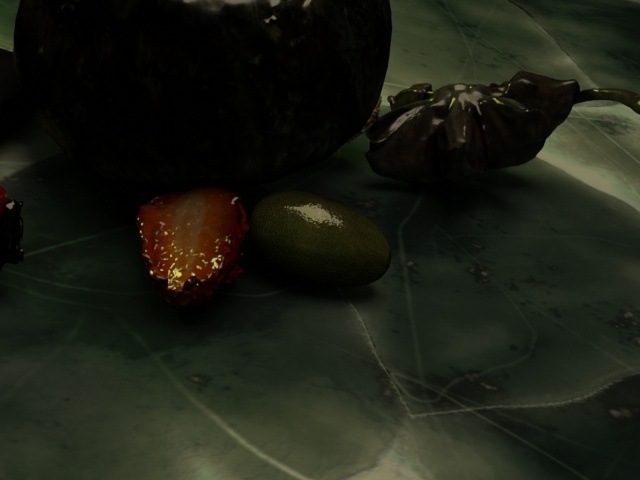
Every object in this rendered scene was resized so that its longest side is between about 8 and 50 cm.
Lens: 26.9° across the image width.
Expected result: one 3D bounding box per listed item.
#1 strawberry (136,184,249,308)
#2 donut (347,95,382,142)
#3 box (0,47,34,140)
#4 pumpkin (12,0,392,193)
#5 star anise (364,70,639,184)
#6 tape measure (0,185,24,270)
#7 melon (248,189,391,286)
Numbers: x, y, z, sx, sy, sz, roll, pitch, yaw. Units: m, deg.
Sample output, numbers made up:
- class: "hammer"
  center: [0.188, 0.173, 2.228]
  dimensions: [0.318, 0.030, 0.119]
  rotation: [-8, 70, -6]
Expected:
- class: "strawberry"
  center: [-0.137, 0.015, 1.412]
  dimensions: [0.121, 0.082, 0.188]
  rotation: [-5, 37, 8]
- class: "donut"
  center: [0.007, -0.168, 1.741]
  dimensions: [0.166, 0.065, 0.108]
  rotation: [-26, 32, -6]
- class: "box"
  center: [-0.501, -0.185, 1.609]
  dimensions: [0.289, 0.073, 0.290]
  rotation: [18, 29, 9]
- class: "pumpkin"
  center: [-0.138, -0.244, 1.576]
  dimensions: [0.454, 0.344, 0.454]
  rotation: [2, 39, -1]
- class: "star anise"
  center: [0.208, -0.137, 1.752]
  dimensions: [0.316, 0.139, 0.359]
  rotation: [-29, 26, -24]
- class: "tape measure"
  center: [-0.458, -0.024, 1.295]
  dimensions: [0.260, 0.114, 0.253]
  rotation: [30, 32, 34]
- class: "melon"
  center: [0.000, 0.000, 1.466]
  dimensions: [0.162, 0.099, 0.099]
  rotation: [17, 28, 0]
